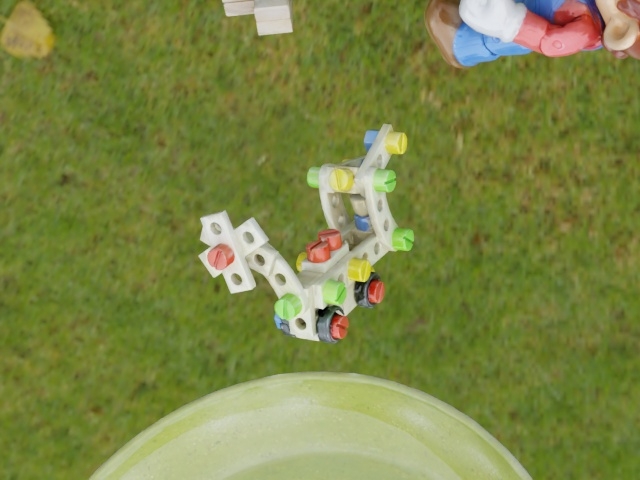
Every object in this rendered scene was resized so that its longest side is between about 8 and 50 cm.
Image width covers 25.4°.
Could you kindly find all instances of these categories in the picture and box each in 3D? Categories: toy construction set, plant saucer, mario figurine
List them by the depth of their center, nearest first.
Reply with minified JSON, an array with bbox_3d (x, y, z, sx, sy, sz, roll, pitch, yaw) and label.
[{"bbox_3d":[-0.014,0.166,0.531,0.241,0.240,0.037,-11,147,18],"label":"plant saucer"},{"bbox_3d":[0.248,-0.243,1.302,0.321,0.198,0.170,3,152,48],"label":"mario figurine"},{"bbox_3d":[0.000,0.000,1.791,0.151,0.328,0.215,16,122,42],"label":"toy construction set"}]

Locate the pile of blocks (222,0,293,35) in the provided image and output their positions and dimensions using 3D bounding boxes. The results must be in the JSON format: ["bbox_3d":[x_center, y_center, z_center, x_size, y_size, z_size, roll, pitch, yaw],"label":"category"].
[{"bbox_3d":[-0.104,-0.422,1.672,0.113,0.149,0.362,-6,86,5],"label":"pile of blocks"}]
